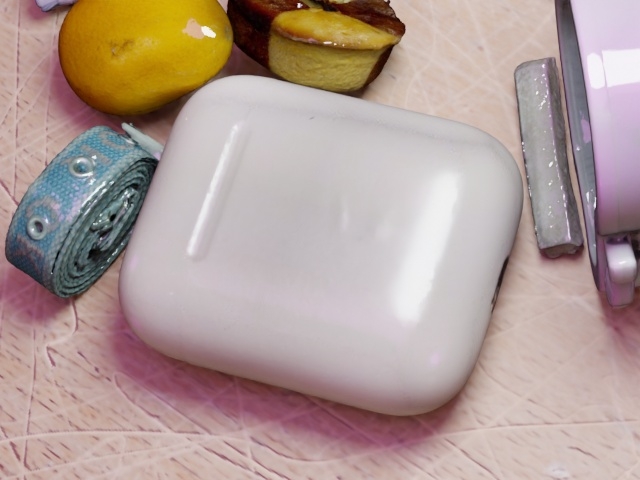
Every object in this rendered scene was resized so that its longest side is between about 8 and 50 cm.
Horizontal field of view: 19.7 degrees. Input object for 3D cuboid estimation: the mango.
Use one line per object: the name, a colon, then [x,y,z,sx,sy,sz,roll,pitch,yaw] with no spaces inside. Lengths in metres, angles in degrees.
mango: [-0.168,-0.195,1.818,0.219,0.112,0.145,0,82,40]

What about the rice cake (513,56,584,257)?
rice cake: [0.216,-0.083,1.761,0.047,0.036,0.206,-16,66,22]

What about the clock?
clock: [0.274,-0.111,1.613,0.102,0.338,0.338,-7,67,5]

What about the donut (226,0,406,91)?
donut: [-0.010,-0.210,1.809,0.184,0.073,0.166,28,33,16]

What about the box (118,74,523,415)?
box: [0.000,0.000,1.719,0.349,0.141,0.288,14,73,15]

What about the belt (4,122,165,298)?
belt: [-0.225,-0.027,1.776,0.082,0.148,0.163,32,106,18]

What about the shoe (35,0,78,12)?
shoe: [-0.273,-0.354,1.942,0.138,0.095,0.245,-26,72,-3]
